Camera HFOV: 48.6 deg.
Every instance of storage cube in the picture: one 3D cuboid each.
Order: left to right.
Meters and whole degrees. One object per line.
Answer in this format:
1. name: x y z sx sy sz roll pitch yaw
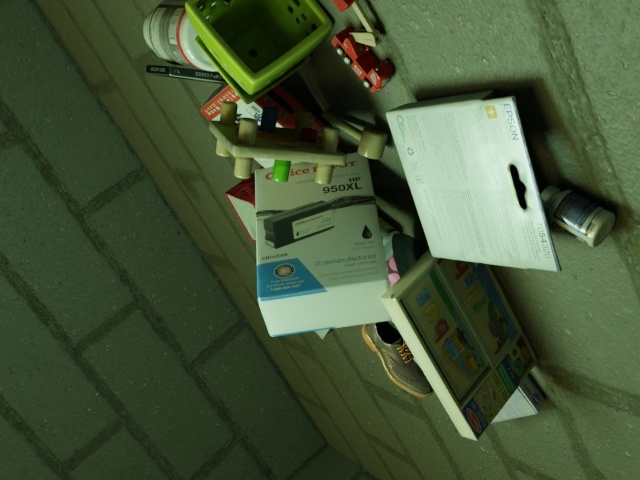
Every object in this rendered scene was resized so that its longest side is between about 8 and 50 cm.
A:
1. storage cube: -0.137 -0.108 2.144 0.183 0.193 0.215 22 144 53

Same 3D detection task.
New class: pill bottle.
1. pill bottle: -0.346 -0.545 1.864 0.318 0.176 0.176 25 148 50
2. pill bottle: 0.116 -0.029 1.865 0.184 0.103 0.103 41 157 28
3. pill bottle: 0.433 -0.045 1.211 0.120 0.067 0.067 37 156 34

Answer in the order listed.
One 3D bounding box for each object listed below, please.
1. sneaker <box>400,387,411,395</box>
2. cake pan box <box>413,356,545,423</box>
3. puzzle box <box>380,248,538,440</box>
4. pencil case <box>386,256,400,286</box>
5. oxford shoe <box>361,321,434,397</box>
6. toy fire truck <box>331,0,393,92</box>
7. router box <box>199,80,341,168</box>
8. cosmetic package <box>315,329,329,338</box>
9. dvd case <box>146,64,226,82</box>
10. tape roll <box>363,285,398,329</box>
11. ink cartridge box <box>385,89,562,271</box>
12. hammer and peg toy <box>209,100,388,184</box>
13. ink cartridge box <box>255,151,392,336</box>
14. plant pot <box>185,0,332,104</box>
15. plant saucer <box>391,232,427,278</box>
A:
1. sneaker: 0.353 0.353 2.048 0.319 0.131 0.112 -44 55 52
2. cake pan box: 0.410 0.360 1.839 0.267 0.070 0.245 52 139 -4
3. puzzle box: 0.320 0.202 1.576 0.052 0.272 0.409 0 127 56
4. pencil case: 0.176 0.061 1.924 0.209 0.095 0.098 44 -164 24
5. oxford shoe: 0.220 0.321 1.975 0.271 0.097 0.098 47 153 12
6. toy fire truck: 0.082 -0.395 1.393 0.192 0.047 0.135 51 159 0
7. router box: -0.142 -0.304 1.865 0.301 0.082 0.335 40 164 -17
8. cosmetic package: 0.024 0.218 2.417 0.151 0.151 0.184 48 161 9
9. dvd case: -0.335 -0.455 1.957 0.179 0.238 0.030 21 109 54
10. tape roll: 0.200 0.197 2.079 0.286 0.100 0.286 43 159 21
11. ink cartridge box: 0.291 -0.110 1.318 0.330 0.071 0.324 6 121 55
12. hammer and peg toy: -0.052 -0.216 1.592 0.266 0.361 0.127 -134 50 -60
13. ink cartridge box: 0.000 0.000 1.653 0.166 0.285 0.395 77 -175 -50
14. plant pot: -0.139 -0.444 1.540 0.227 0.228 0.207 50 166 2
15. plant saucer: 0.257 0.121 1.686 0.318 0.043 0.318 54 -159 -32
